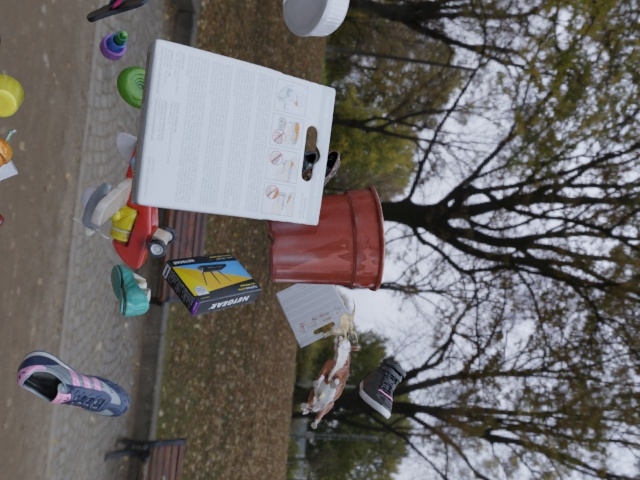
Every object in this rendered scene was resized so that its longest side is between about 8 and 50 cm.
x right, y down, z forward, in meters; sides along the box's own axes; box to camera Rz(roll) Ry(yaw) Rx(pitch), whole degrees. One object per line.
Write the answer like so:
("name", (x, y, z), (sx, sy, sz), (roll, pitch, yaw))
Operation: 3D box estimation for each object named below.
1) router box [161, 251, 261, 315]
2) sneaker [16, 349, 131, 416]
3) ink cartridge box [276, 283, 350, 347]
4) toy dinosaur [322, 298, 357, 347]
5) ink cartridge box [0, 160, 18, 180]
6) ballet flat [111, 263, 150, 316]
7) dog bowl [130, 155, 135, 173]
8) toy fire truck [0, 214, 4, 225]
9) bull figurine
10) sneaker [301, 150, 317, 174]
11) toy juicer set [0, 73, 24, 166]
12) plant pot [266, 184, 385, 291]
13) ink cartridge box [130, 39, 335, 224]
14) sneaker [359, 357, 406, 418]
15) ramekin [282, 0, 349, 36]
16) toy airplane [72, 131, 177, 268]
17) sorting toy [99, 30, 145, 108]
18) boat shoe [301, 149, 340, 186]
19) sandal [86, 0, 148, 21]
("router box", (-0.237, 0.091, 1.142), (0.133, 0.179, 0.046), (45, -60, 25))
("sneaker", (-0.682, 0.426, 1.431), (0.112, 0.319, 0.131), (-57, -160, 5))
("ink cartridge box", (-0.020, 0.226, 1.674), (0.232, 0.189, 0.066), (60, -7, 36))
("toy dinosaur", (0.076, 0.240, 1.451), (0.183, 0.053, 0.092), (-37, 120, -50))
("ink cartridge box", (-1.053, -0.131, 1.444), (0.176, 0.371, 0.069), (5, -59, 52))
("ballet flat", (-0.511, 0.137, 1.406), (0.247, 0.087, 0.083), (38, -62, 56))
("dog bowl", (-0.286, -0.194, 1.172), (0.166, 0.297, 0.074), (-127, -163, -57))
("toy fire truck", (-1.100, 0.030, 1.505), (0.254, 0.169, 0.302), (-37, -178, 37))
("bull figurine", (0.027, 0.473, 1.734), (0.188, 0.101, 0.310), (-31, 142, -63))
("sneaker", (-0.085, -0.221, 1.732), (0.101, 0.106, 0.267), (59, 33, -36))
("toy juicer set", (-0.719, -0.215, 0.920), (0.089, 0.329, 0.209), (56, -46, 47))
("plant pot", (0.000, 0.000, 1.305), (0.272, 0.265, 0.272), (178, -90, -83))
("ink cartridge box", (-0.171, -0.202, 1.065), (0.091, 0.385, 0.308), (11, -86, 61))
("sneaker", (0.206, 0.457, 1.649), (0.147, 0.104, 0.296), (-48, 180, 0))
("ramekin", (-0.011, -0.884, 1.906), (0.273, 0.127, 0.272), (6, -82, 48))
("toy airplane", (-0.602, -0.144, 1.595), (0.386, 0.273, 0.384), (93, -1, -67))
("sorting toy", (-0.480, -0.432, 1.473), (0.126, 0.365, 0.127), (-13, -156, 48))
("boat shoe", (-0.019, -0.168, 1.416), (0.207, 0.073, 0.073), (-53, 176, -23))
("sandal", (-0.491, -0.584, 1.267), (0.067, 0.179, 0.040), (-120, -170, -49))
